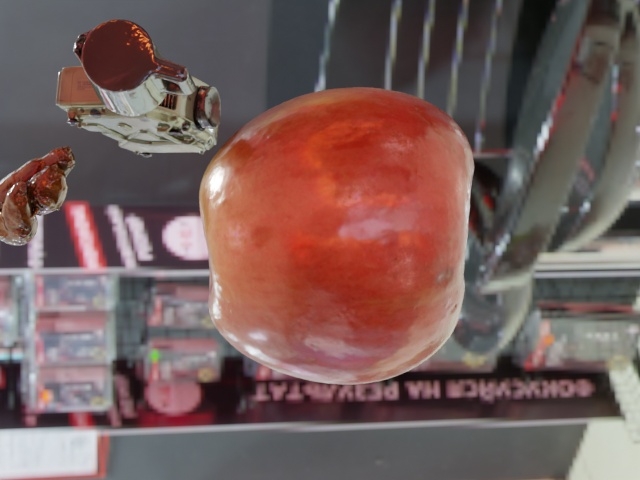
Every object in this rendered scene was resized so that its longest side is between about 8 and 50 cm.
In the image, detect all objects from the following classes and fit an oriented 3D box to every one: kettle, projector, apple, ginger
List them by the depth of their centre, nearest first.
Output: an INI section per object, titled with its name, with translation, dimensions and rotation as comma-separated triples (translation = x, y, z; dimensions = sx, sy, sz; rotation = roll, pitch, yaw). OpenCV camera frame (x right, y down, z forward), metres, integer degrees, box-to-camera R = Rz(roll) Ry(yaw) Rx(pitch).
[kettle]
translation = -0.227, -0.201, 1.612
dimensions = 0.127, 0.098, 0.148
rotation = 48, 175, 1
[apple]
translation = 0.014, -0.008, 1.619
dimensions = 0.364, 0.364, 0.364
rotation = 179, 90, -78
[ginger]
translation = -0.398, -0.059, 1.806
dimensions = 0.162, 0.073, 0.103
rotation = -40, 38, 23
[projector]
translation = -0.245, -0.188, 1.954
dimensions = 0.269, 0.193, 0.088
rotation = 24, -112, -70
